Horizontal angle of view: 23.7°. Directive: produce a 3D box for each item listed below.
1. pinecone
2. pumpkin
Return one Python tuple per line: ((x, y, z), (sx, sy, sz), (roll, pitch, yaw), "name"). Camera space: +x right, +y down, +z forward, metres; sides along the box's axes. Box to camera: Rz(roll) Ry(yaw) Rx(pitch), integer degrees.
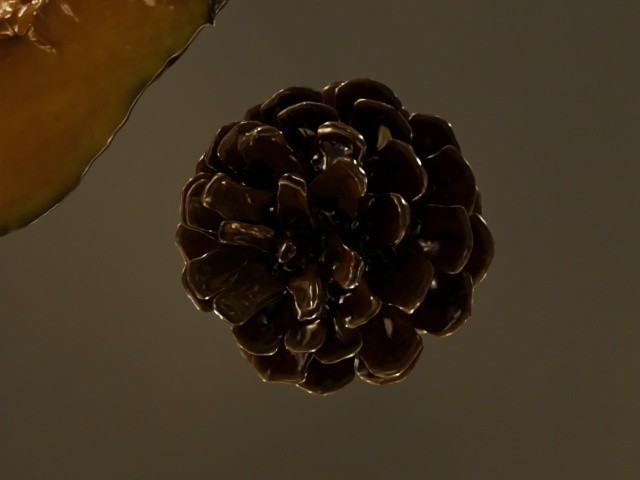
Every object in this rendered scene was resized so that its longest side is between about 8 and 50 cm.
((0.000, 0.000, 0.938), (0.208, 0.208, 0.207), (0, -94, 0), "pinecone")
((-0.184, -0.064, 0.729), (0.254, 0.130, 0.149), (3, -92, -25), "pumpkin")
